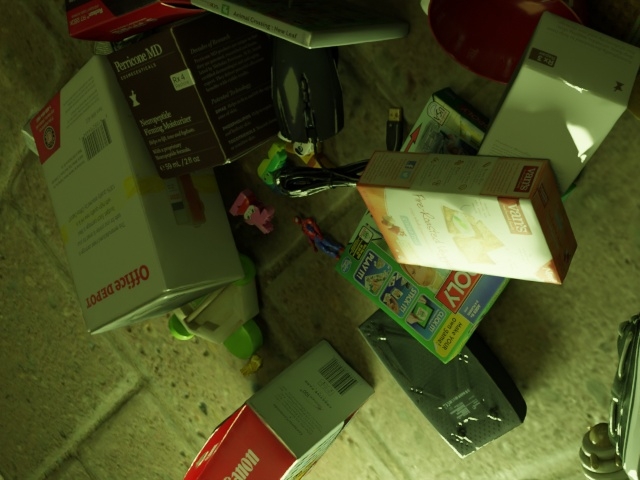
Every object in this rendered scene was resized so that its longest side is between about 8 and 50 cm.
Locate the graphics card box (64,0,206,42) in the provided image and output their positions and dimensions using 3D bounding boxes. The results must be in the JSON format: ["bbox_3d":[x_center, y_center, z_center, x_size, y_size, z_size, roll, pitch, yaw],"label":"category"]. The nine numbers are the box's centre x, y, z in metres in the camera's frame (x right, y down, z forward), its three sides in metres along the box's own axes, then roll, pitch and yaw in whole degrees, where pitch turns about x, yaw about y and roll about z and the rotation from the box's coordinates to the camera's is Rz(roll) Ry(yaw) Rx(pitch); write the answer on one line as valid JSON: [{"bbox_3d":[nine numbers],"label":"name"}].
[{"bbox_3d":[-0.276,-0.481,1.428,0.232,0.094,0.371,-4,92,46],"label":"graphics card box"}]

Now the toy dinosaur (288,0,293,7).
[{"bbox_3d":[0.060,-0.426,1.220,0.313,0.121,0.160,-30,92,21],"label":"toy dinosaur"}]

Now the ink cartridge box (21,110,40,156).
[{"bbox_3d":[-0.441,-0.132,1.881,0.224,0.056,0.181,39,169,-8],"label":"ink cartridge box"}]

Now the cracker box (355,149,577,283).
[{"bbox_3d":[0.177,-0.030,1.247,0.232,0.067,0.156,6,144,35],"label":"cracker box"}]

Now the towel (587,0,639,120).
[{"bbox_3d":[0.431,-0.176,1.022,0.370,0.040,0.271,51,140,25],"label":"towel"}]

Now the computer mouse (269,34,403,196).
[{"bbox_3d":[0.019,-0.190,1.397,0.184,0.060,0.262,-1,94,7],"label":"computer mouse"}]

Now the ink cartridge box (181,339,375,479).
[{"bbox_3d":[-0.089,0.352,1.729,0.130,0.272,0.309,45,138,13],"label":"ink cartridge box"}]

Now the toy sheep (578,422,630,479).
[{"bbox_3d":[0.389,0.297,1.376,0.091,0.091,0.132,6,125,42],"label":"toy sheep"}]

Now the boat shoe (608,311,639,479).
[{"bbox_3d":[0.401,0.138,1.233,0.119,0.121,0.335,-132,46,-59],"label":"boat shoe"}]

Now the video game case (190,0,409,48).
[{"bbox_3d":[-0.023,-0.287,1.300,0.193,0.212,0.023,26,118,30],"label":"video game case"}]

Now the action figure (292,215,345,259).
[{"bbox_3d":[0.000,0.000,1.603,0.115,0.030,0.038,43,143,18],"label":"action figure"}]

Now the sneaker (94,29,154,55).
[{"bbox_3d":[-0.311,-0.346,1.629,0.088,0.092,0.225,55,140,1],"label":"sneaker"}]

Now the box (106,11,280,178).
[{"bbox_3d":[-0.170,-0.221,1.515,0.168,0.167,0.203,-9,108,46],"label":"box"}]

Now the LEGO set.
[{"bbox_3d":[-0.034,-0.099,1.532,0.093,0.087,0.227,44,132,9],"label":"LEGO set"}]

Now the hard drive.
[{"bbox_3d":[0.183,0.186,1.526,0.255,0.054,0.172,51,139,7],"label":"hard drive"}]

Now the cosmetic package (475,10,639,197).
[{"bbox_3d":[0.257,-0.140,1.147,0.117,0.086,0.231,23,154,2],"label":"cosmetic package"}]

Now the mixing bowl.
[{"bbox_3d":[0.219,-0.265,1.144,0.181,0.098,0.181,19,155,9],"label":"mixing bowl"}]

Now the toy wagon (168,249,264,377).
[{"bbox_3d":[-0.203,0.085,1.823,0.344,0.068,0.267,52,139,4],"label":"toy wagon"}]

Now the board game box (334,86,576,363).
[{"bbox_3d":[0.169,-0.014,1.379,0.213,0.046,0.317,41,127,18],"label":"board game box"}]

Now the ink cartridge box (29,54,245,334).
[{"bbox_3d":[-0.304,-0.071,1.670,0.279,0.160,0.385,-25,78,48],"label":"ink cartridge box"}]

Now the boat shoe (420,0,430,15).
[{"bbox_3d":[0.171,-0.354,1.179,0.076,0.080,0.228,59,147,14],"label":"boat shoe"}]
